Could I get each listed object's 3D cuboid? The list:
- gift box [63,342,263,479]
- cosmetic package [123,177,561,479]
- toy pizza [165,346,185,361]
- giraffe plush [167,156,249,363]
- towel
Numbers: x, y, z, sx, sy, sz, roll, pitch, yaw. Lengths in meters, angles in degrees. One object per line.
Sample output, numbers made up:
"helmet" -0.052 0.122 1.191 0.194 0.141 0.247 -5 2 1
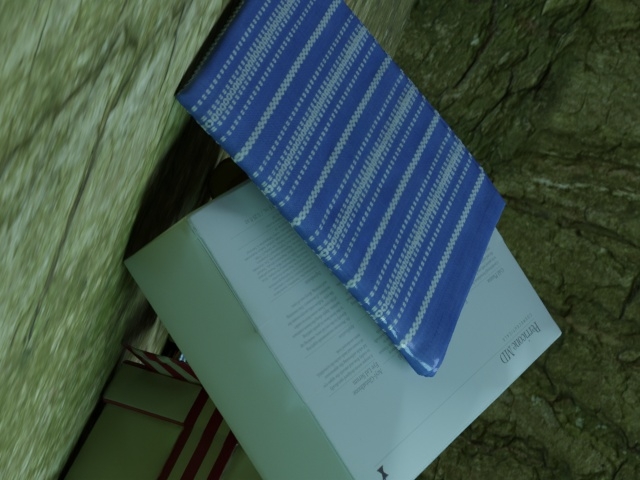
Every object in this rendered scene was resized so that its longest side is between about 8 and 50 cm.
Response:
"gift box" -0.120 0.259 1.604 0.255 0.276 0.258 83 30 -55
"cosmetic package" 0.035 0.053 1.542 0.097 0.284 0.377 -34 180 38
"toy pizza" -0.151 0.126 1.972 0.201 0.032 0.201 22 90 -85
"giraffe plush" -0.079 0.045 1.693 0.170 0.210 0.181 -38 174 -8
"towel" 0.027 -0.070 1.490 0.040 0.336 0.243 -23 -152 38
